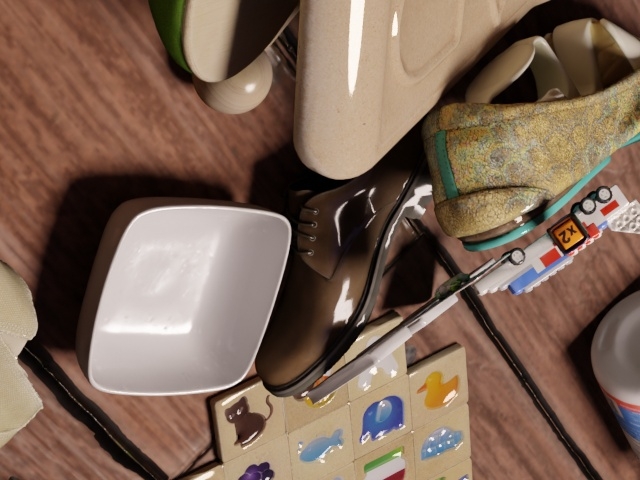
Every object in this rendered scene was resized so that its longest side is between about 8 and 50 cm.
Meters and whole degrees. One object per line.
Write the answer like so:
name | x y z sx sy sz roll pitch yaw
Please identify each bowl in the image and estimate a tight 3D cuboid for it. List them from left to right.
bowl | -0.100 0.032 1.304 0.142 0.053 0.142 2 113 -40

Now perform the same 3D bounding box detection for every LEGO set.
LEGO set | 0.123 0.039 1.350 0.244 0.060 0.182 -37 177 40

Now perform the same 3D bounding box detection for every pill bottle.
pill bottle | 0.321 0.147 1.655 0.124 0.124 0.221 -43 134 -10

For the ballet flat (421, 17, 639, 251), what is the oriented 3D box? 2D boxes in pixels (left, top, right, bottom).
ballet flat | 0.179 -0.098 1.381 0.348 0.123 0.123 -30 134 -51

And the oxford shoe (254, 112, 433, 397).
oxford shoe | 0.000 0.000 1.356 0.096 0.083 0.227 24 91 -34

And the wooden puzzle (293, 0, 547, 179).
wooden puzzle | 0.077 -0.247 1.213 0.348 0.080 0.322 -40 142 -47

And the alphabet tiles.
alphabet tiles | 0.005 0.227 1.531 0.285 0.011 0.342 -24 127 -25

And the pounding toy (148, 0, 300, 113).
pounding toy | -0.070 -0.193 1.184 0.183 0.110 0.237 -61 164 -8

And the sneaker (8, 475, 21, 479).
sneaker | -0.200 0.221 1.260 0.331 0.122 0.146 -7 142 -37

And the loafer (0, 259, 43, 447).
loafer | -0.227 0.028 1.177 0.092 0.102 0.268 -26 138 -26
